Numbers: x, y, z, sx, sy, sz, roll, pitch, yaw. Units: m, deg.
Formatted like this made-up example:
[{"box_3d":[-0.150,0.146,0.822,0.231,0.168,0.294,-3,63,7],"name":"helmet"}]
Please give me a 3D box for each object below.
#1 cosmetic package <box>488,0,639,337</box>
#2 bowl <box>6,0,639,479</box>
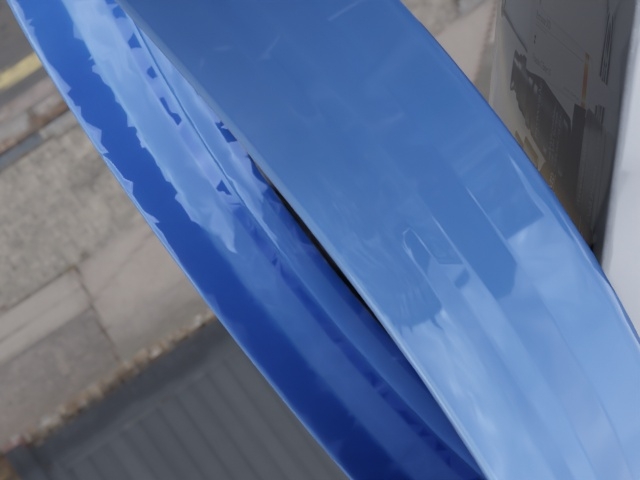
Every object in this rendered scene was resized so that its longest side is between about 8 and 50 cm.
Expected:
[{"box_3d":[0.156,-0.021,0.761,0.097,0.377,0.284,1,-155,-2],"name":"cosmetic package"},{"box_3d":[0.000,0.000,0.604,0.077,0.391,0.391,-37,168,-11],"name":"bowl"}]
